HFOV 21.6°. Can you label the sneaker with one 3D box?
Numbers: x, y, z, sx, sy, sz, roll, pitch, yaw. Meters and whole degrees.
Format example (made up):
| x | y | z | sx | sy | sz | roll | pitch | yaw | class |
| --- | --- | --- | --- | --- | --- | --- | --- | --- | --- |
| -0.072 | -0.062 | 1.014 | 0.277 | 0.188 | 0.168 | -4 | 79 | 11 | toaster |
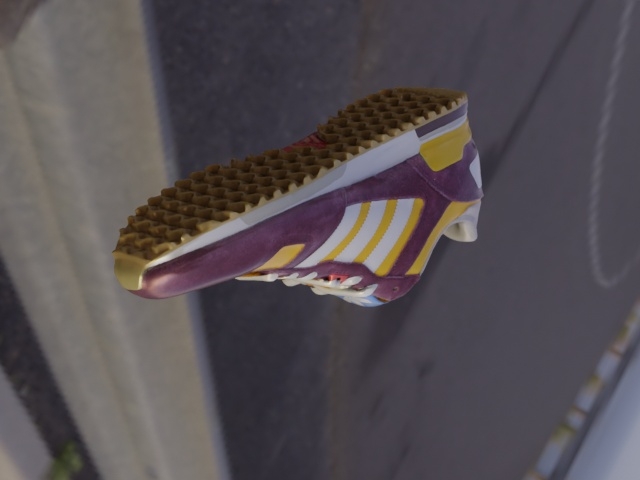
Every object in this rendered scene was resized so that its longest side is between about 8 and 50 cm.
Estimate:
| x | y | z | sx | sy | sz | roll | pitch | yaw | class |
| --- | --- | --- | --- | --- | --- | --- | --- | --- | --- |
| 0.000 | 0.000 | 0.712 | 0.185 | 0.069 | 0.084 | -26 | 114 | -30 | sneaker |
